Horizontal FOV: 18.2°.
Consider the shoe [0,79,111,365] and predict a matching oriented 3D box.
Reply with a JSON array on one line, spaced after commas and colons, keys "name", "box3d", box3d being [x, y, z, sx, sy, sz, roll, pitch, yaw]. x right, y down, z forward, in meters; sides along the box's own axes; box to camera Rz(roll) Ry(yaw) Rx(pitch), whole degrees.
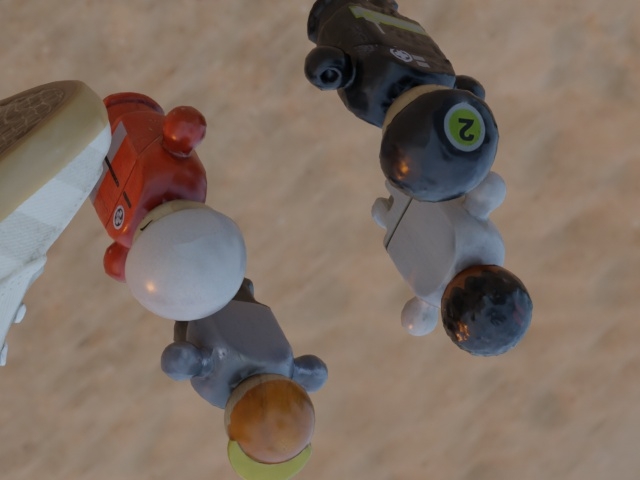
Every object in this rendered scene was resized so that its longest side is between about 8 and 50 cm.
[{"name": "shoe", "box3d": [-0.136, 0.039, 0.547, 0.219, 0.058, 0.076, -43, -151, -18]}]

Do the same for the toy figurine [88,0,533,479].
[{"name": "toy figurine", "box3d": [0.000, 0.000, 1.027, 0.213, 0.148, 0.209, -26, 132, -5]}]
